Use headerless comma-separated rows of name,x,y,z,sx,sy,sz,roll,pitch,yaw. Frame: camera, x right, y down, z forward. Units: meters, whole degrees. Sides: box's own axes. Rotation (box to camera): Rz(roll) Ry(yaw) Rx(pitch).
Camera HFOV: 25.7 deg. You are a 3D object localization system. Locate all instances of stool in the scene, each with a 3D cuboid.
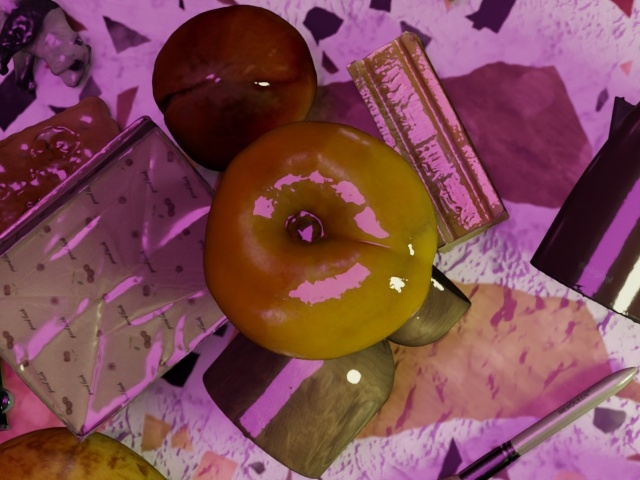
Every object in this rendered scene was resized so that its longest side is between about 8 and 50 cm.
stool,0.017,0.112,1.570,0.179,0.179,0.264,42,95,15

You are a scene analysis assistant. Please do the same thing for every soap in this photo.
soap,0.124,-0.117,1.639,0.092,0.037,0.252,-28,77,10

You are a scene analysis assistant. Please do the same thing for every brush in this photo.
brush,0.231,0.228,1.578,0.299,0.039,0.042,-33,80,6

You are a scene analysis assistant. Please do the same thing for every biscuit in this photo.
biscuit,-0.368,-0.027,1.711,0.325,0.044,0.217,-26,76,-8

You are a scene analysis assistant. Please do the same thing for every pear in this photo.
pear,-0.281,0.347,1.585,0.281,0.281,0.280,-2,84,15

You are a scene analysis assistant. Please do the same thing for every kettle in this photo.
kettle,0.361,-0.030,1.499,0.202,0.144,0.232,30,97,18

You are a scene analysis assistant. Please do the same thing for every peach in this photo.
peach,0.000,0.000,1.431,0.251,0.153,0.251,-2,80,13

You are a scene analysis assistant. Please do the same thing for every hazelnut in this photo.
hazelnut,-0.103,-0.179,1.621,0.208,0.208,0.208,-2,84,15

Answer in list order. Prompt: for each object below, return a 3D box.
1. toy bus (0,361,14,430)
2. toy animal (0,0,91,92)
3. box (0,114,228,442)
toy bus,-0.446,0.155,1.738,0.101,0.088,0.175,-11,81,12
toy animal,-0.385,-0.272,1.771,0.225,0.094,0.121,42,87,16
box,-0.234,0.038,1.589,0.297,0.190,0.225,-40,102,-1
